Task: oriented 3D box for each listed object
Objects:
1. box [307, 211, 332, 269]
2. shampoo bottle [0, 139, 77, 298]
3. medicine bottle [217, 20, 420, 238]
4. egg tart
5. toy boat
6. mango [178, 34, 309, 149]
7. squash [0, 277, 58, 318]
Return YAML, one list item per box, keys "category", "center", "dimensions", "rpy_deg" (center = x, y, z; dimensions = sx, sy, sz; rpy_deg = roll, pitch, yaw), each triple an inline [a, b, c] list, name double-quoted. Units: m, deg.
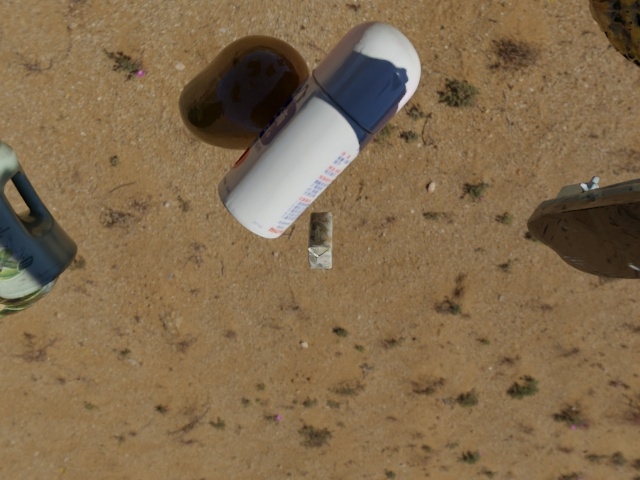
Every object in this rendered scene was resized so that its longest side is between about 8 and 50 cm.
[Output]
- category: "box"
  center: [0.000, 0.000, 0.854]
  dimensions: [0.044, 0.098, 0.062]
  rpy_deg: [1, 139, 3]
- category: "shampoo bottle"
  center: [-0.401, -0.044, 0.559]
  dimensions: [0.087, 0.118, 0.234]
  rpy_deg: [23, 142, 29]
- category: "medicine bottle"
  center: [0.000, -0.160, 0.677]
  dimensions: [0.130, 0.130, 0.341]
  rpy_deg: [36, 113, -25]
- category: "egg tart"
  center: [0.462, -0.303, 0.592]
  dimensions: [0.234, 0.234, 0.094]
  rpy_deg: [33, 102, -24]
- category: "toy boat"
  center: [0.344, -0.029, 0.429]
  dimensions: [0.134, 0.299, 0.092]
  rpy_deg: [38, 76, -15]
- category: "mango"
  center: [-0.126, -0.239, 0.801]
  dimensions: [0.254, 0.139, 0.175]
  rpy_deg: [-23, 122, 39]
- category: "squash"
  center: [-0.595, 0.051, 0.805]
  dimensions: [0.252, 0.165, 0.252]
  rpy_deg: [-21, 166, -5]
